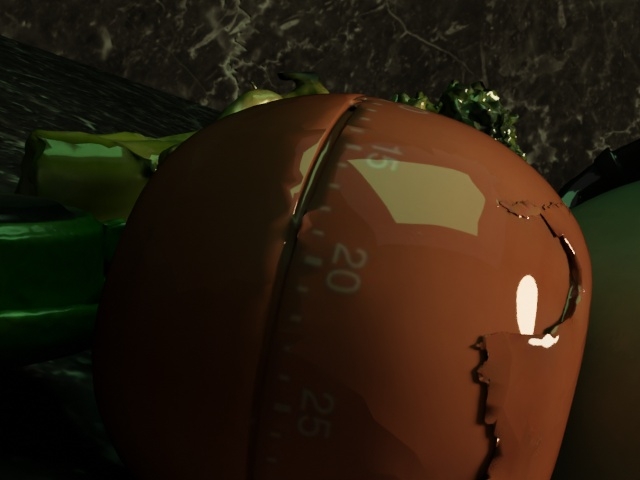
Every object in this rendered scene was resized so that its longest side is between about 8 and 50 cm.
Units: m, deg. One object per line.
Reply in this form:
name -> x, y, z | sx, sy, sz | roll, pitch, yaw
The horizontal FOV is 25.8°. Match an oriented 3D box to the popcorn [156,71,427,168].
popcorn -> 0.005, -0.006, 0.910 | 0.249, 0.225, 0.249 | 12, -13, 3

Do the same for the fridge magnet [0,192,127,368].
fridge magnet -> -0.191, 0.021, 0.720 | 0.208, 0.088, 0.208 | 2, 7, 0

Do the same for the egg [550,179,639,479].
egg -> 0.270, 0.102, 0.769 | 0.389, 0.276, 0.276 | 20, 8, 25

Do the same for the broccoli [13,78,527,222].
broccoli -> -0.007, -0.034, 1.125 | 0.353, 0.274, 0.397 | -25, -28, 31

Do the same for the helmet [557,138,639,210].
helmet -> 0.315, 0.007, 1.175 | 0.160, 0.279, 0.230 | 63, -15, -18

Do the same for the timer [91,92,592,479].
timer -> 0.015, 0.047, 0.659 | 0.215, 0.229, 0.229 | 18, 8, 12
